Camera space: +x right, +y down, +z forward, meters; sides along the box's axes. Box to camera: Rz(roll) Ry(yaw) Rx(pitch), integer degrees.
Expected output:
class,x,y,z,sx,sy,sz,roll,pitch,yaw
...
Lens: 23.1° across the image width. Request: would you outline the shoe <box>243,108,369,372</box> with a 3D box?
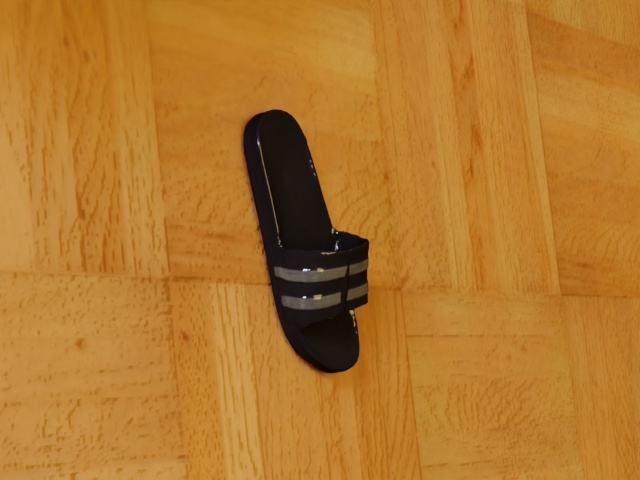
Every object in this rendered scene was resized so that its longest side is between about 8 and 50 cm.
class,x,y,z,sx,sy,sz,roll,pitch,yaw
shoe,0.000,0.000,1.014,0.071,0.049,0.179,-23,100,-54
